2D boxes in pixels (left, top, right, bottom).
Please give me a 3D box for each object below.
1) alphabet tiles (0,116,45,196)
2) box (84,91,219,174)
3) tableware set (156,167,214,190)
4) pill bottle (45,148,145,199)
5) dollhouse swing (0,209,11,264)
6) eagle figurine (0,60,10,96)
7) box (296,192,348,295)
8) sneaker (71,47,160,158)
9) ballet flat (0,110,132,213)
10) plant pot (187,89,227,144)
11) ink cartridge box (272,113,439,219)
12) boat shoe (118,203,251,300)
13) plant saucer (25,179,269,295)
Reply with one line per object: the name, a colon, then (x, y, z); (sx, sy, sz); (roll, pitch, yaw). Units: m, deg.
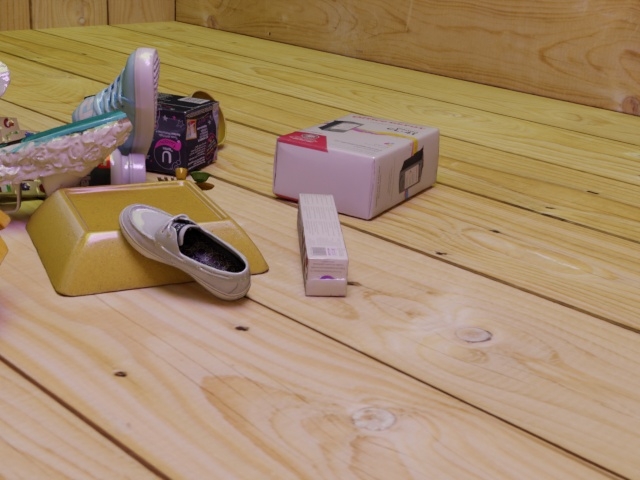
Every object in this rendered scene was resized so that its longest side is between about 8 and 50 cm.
alphabet tiles: (-0.624, -0.165, 1.770); (0.198, 0.009, 0.237); (0, 44, -30)
box: (-0.362, -0.238, 1.995); (0.247, 0.142, 0.163); (12, 20, 18)
tableware set: (-0.248, -0.106, 1.714); (0.104, 0.024, 0.154); (1, -13, -4)
pill bottle: (-0.419, -0.123, 1.716); (0.180, 0.108, 0.108); (-2, 21, -14)
dollhouse swing: (-0.637, 0.071, 1.159); (0.315, 0.305, 0.347); (38, 23, -19)
eagle figurine: (-0.886, -0.332, 2.119); (0.226, 0.225, 0.298); (21, 14, 16)
box: (0.000, 0.000, 1.516); (0.067, 0.063, 0.324); (3, 20, -6)
sneaker: (-0.392, -0.232, 1.746); (0.150, 0.366, 0.135); (6, 58, -17)
ballet flat: (-0.514, -0.121, 1.594); (0.409, 0.147, 0.147); (-13, 22, -3)
plant pot: (-0.296, -0.270, 2.141); (0.095, 0.134, 0.134); (-17, 9, 29)
ink cartridge box: (0.078, -0.159, 1.868); (0.226, 0.131, 0.306); (14, 24, 27)
boat shoe: (-0.195, 0.000, 1.348); (0.227, 0.081, 0.079); (31, 54, 10)
plant saucer: (-0.292, -0.024, 1.514); (0.333, 0.081, 0.333); (-6, 23, -25)
